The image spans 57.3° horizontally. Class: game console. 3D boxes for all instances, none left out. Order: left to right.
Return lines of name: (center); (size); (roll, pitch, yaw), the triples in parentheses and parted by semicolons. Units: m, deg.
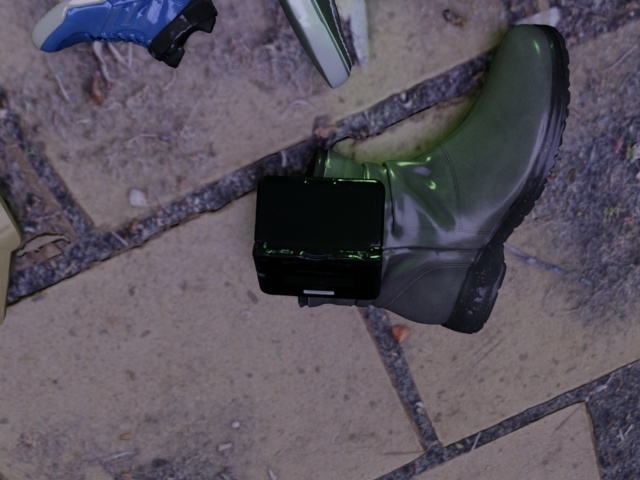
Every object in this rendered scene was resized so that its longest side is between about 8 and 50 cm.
game console: (0.000, 0.000, 0.572); (0.122, 0.071, 0.107); (3, 142, 5)

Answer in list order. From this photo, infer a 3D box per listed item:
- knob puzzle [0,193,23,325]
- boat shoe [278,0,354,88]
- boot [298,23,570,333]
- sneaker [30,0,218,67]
knob puzzle: (-0.379, -0.020, 0.544); (0.213, 0.030, 0.213); (-5, 116, -10)
boat shoe: (-0.012, -0.247, 0.500); (0.076, 0.080, 0.229); (-27, 110, 2)
boot: (0.096, -0.066, 0.591); (0.222, 0.118, 0.339); (12, 104, -7)
sneaker: (-0.161, -0.179, 0.502); (0.152, 0.058, 0.085); (-31, 109, -5)
